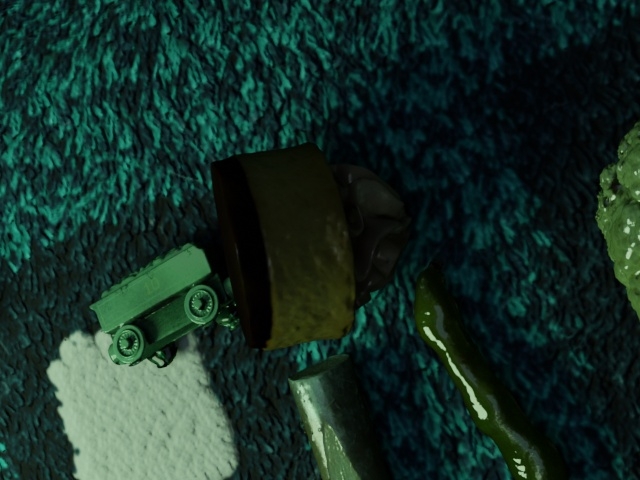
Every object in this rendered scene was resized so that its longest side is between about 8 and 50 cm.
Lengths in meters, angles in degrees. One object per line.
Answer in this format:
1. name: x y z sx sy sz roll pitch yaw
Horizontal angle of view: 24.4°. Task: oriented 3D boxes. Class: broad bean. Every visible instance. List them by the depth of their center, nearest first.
1. broad bean: 0.154 0.136 1.389 0.053 0.052 0.256 -27 79 -19

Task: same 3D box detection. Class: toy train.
1. toy train: -0.152 0.064 1.500 0.172 0.070 0.099 -30 73 22

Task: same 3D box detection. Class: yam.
1. yam: 0.022 0.198 1.436 0.068 0.068 0.169 -20 86 23

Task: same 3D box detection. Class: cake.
1. cake: 0.000 0.000 1.371 0.178 0.207 0.185 -11 89 -4

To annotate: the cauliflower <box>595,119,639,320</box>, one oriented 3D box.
1. cauliflower: 0.372 -0.010 1.218 0.250 0.272 0.275 -40 101 -19
